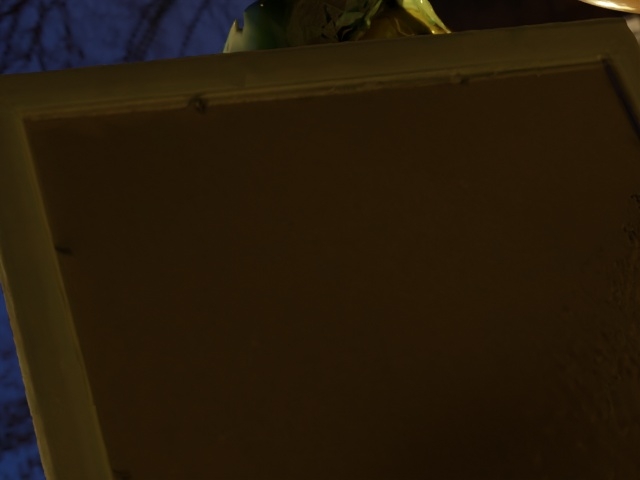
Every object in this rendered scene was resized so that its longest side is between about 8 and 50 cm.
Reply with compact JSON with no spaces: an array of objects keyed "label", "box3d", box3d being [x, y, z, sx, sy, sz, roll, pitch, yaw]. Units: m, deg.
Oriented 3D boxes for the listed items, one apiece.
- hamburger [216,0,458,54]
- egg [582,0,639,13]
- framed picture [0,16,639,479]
[{"label":"hamburger","box3d":[-0.002,-0.001,0.619,0.214,0.125,0.235,-62,-2,4]},{"label":"egg","box3d":[0.243,-0.264,0.996,0.250,0.322,0.250,21,-119,-43]},{"label":"framed picture","box3d":[0.040,0.065,0.447,0.019,0.232,0.296,113,144,-54]}]
